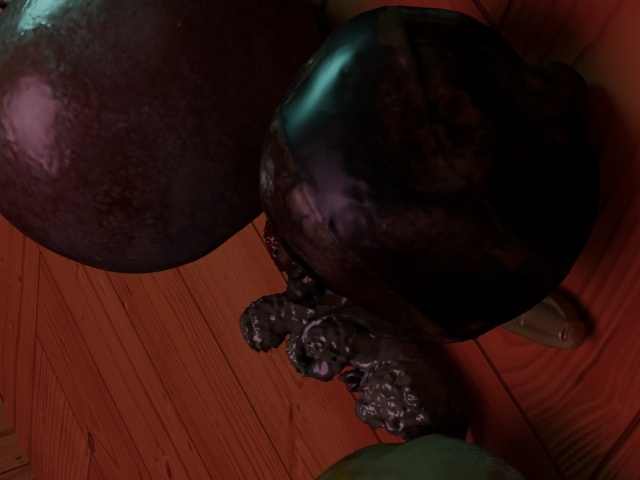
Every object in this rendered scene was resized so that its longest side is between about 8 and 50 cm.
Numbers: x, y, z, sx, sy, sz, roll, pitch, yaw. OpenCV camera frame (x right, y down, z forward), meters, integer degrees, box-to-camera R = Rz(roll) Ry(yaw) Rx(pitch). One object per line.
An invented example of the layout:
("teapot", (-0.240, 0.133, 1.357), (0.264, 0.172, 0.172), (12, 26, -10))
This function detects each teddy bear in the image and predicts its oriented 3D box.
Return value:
("teddy bear", (0.047, 0.095, 1.204), (0.213, 0.133, 0.111), (30, 91, 31))

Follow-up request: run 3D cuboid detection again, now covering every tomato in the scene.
("tomato", (-0.147, -0.125, 1.193), (0.282, 0.316, 0.316), (50, 155, -3))

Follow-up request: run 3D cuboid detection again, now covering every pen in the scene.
("pen", (0.122, 0.038, 1.075), (0.233, 0.032, 0.040), (24, 105, 59))

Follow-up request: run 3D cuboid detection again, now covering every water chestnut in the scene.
("water chestnut", (0.056, -0.040, 0.928), (0.238, 0.223, 0.224), (-36, 71, 33))

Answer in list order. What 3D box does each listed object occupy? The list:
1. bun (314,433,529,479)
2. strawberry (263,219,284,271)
("bun", (0.114, 0.321, 1.060), (0.365, 0.219, 0.365), (24, 118, 57))
("strawberry", (0.000, 0.000, 1.257), (0.096, 0.083, 0.083), (16, 127, 23))
